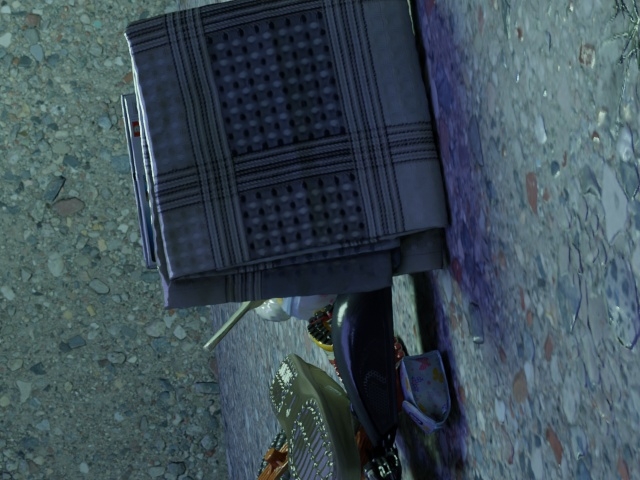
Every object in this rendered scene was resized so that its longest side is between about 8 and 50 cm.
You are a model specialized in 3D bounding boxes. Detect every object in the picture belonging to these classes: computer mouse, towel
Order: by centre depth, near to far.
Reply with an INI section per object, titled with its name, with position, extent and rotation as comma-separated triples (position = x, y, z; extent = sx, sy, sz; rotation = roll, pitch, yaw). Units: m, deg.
[towel]
position = -0.037, -0.097, 1.461
extent = 0.056, 0.312, 0.324
rotation = -26, -73, -86
[computer mouse]
position = 0.050, 0.153, 1.583
extent = 0.188, 0.072, 0.272
rotation = -7, -87, -87

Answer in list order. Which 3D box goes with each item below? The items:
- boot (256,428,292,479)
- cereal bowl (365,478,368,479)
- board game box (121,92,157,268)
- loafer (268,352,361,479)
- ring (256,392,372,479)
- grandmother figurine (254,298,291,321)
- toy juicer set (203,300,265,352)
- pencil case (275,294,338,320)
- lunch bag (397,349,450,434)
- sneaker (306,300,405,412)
[boot]
position = -0.021, 0.440, 2.215
extent = 0.222, 0.118, 0.338
rotation = 31, -99, -61
[cereal bowl]
position = 0.028, 0.451, 1.671
extent = 0.141, 0.339, 0.339
rotation = 41, 177, -13
[board game box]
position = -0.052, -0.085, 1.532
extent = 0.053, 0.305, 0.193
rotation = 124, 137, -87
[loafer]
position = 0.010, 0.228, 1.711
extent = 0.102, 0.092, 0.268
rotation = -64, 23, 22
[ring]
position = -0.033, 0.322, 1.846
extent = 0.032, 0.336, 0.336
rotation = 41, 178, -14
[grandmother figurine]
position = -0.084, -0.035, 2.275
extent = 0.208, 0.104, 0.342
rotation = -151, 54, -70
[toy juicer set]
position = -0.080, -0.024, 1.936
extent = 0.209, 0.089, 0.329
rotation = -34, -30, -63
[pencil case]
position = 0.000, 0.000, 1.828
extent = 0.273, 0.113, 0.124
rotation = 99, -170, -59
[lunch bag]
position = 0.114, 0.169, 1.540
extent = 0.071, 0.053, 0.083
rotation = 101, 156, -76
[sneaker]
position = 0.063, 0.156, 1.769
extent = 0.093, 0.088, 0.225
rotation = 57, 178, -29
